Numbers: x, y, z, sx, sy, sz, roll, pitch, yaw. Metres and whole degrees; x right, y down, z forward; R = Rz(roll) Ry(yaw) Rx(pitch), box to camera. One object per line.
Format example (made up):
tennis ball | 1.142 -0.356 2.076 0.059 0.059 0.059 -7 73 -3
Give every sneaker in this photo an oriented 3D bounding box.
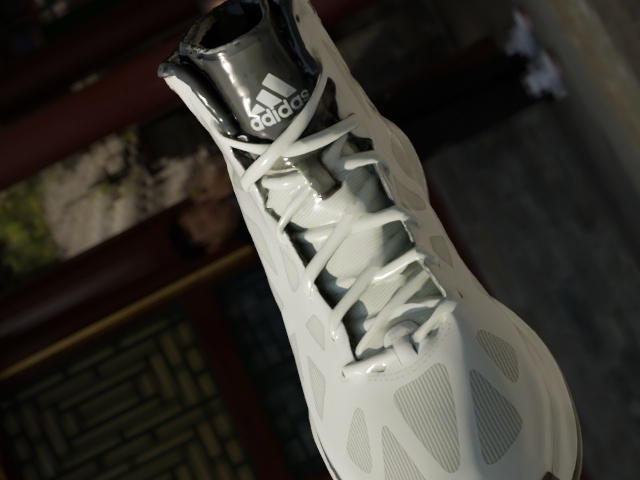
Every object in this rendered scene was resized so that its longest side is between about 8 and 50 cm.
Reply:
sneaker | -0.001 0.000 1.164 0.257 0.169 0.447 50 -170 -44
